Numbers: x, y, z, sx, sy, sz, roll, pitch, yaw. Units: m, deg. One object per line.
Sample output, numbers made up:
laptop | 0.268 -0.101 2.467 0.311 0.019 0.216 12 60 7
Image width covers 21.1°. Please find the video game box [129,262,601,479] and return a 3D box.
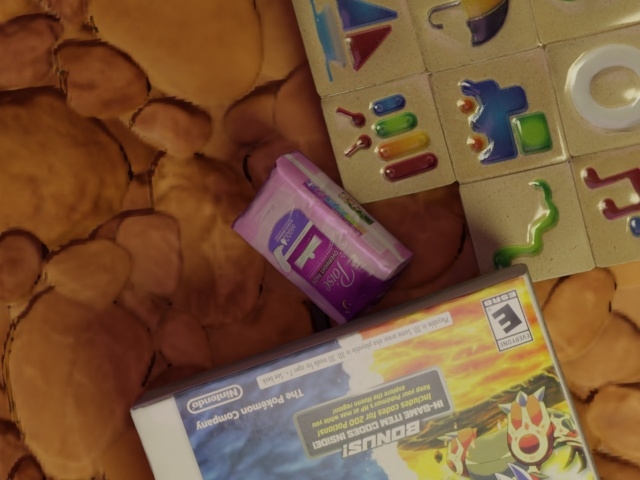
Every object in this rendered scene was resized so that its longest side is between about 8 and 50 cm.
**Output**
video game box | 0.034 0.132 0.833 0.205 0.048 0.187 -20 96 8

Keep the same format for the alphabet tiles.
alphabet tiles | 0.153 -0.133 0.801 0.343 0.011 0.285 -12 102 16

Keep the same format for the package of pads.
package of pads | 0.000 0.000 0.856 0.083 0.032 0.050 42 126 8
